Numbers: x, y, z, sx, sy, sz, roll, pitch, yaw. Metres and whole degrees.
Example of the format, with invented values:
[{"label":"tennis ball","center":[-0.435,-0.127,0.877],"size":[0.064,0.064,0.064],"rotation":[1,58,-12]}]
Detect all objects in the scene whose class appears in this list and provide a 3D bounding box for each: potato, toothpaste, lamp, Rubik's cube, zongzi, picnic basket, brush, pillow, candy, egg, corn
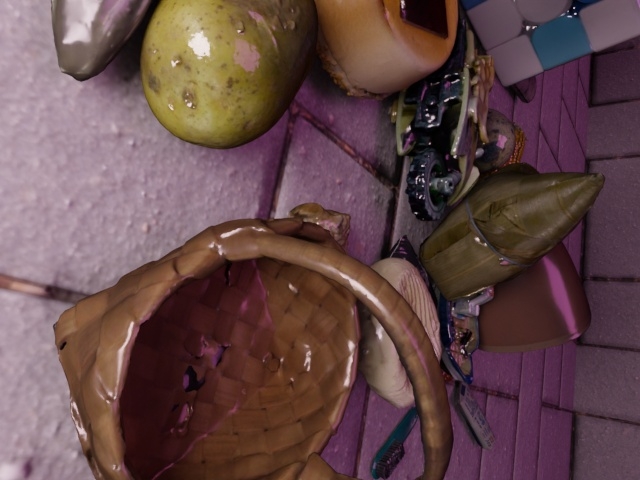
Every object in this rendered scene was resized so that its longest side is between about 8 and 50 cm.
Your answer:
[{"label":"potato","center":[-0.084,-0.210,0.531],"size":[0.228,0.148,0.197],"rotation":[-53,135,-51]},{"label":"toothpaste","center":[0.391,0.451,1.259],"size":[0.069,0.047,0.268],"rotation":[-44,123,-22]},{"label":"lamp","center":[-0.179,-0.260,0.447],"size":[0.101,0.101,0.250],"rotation":[26,74,-50]},{"label":"Rubik's cube","center":[0.566,-0.645,1.206],"size":[0.347,0.346,0.344],"rotation":[51,50,-23]},{"label":"zongzi","center":[0.401,-0.082,0.931],"size":[0.174,0.393,0.356],"rotation":[46,52,3]},{"label":"picnic basket","center":[-0.028,0.122,0.471],"size":[0.337,0.337,0.293],"rotation":[-33,116,-49]},{"label":"brush","center":[0.154,0.383,0.951],"size":[0.193,0.032,0.043],"rotation":[-30,113,-48]},{"label":"pillow","center":[0.164,0.102,0.946],"size":[0.141,0.055,0.208],"rotation":[-55,131,-29]},{"label":"candy","center":[0.000,0.000,0.714],"size":[0.095,0.085,0.110],"rotation":[-6,106,-45]},{"label":"egg","center":[0.382,-0.240,1.176],"size":[0.141,0.141,0.182],"rotation":[60,27,-34]},{"label":"corn","center":[0.458,-0.178,1.307],"size":[0.115,0.115,0.318],"rotation":[47,56,-42]}]

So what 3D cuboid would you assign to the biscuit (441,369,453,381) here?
[{"label":"biscuit","center":[0.296,0.228,1.148],"size":[0.187,0.027,0.188],"rotation":[2,87,-53]}]

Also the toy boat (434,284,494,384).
[{"label":"toy boat","center":[0.299,0.163,1.042],"size":[0.114,0.115,0.262],"rotation":[20,72,-37]}]

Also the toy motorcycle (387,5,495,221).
[{"label":"toy motorcycle","center":[0.233,-0.235,0.941],"size":[0.237,0.168,0.410],"rotation":[9,87,-64]}]

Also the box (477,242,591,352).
[{"label":"box","center":[0.465,0.101,1.179],"size":[0.301,0.301,0.216],"rotation":[-28,102,-50]}]

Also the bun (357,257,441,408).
[{"label":"bun","center":[0.101,0.145,0.796],"size":[0.231,0.133,0.231],"rotation":[19,67,-56]}]

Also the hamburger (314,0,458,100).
[{"label":"hamburger","center":[0.079,-0.357,0.743],"size":[0.302,0.170,0.302],"rotation":[5,83,-49]}]

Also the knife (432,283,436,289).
[{"label":"knife","center":[0.248,0.112,1.094],"size":[0.047,0.017,0.298],"rotation":[44,59,-41]}]

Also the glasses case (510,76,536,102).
[{"label":"glasses case","center":[0.591,-0.521,1.524],"size":[0.299,0.060,0.114],"rotation":[11,80,-53]}]
